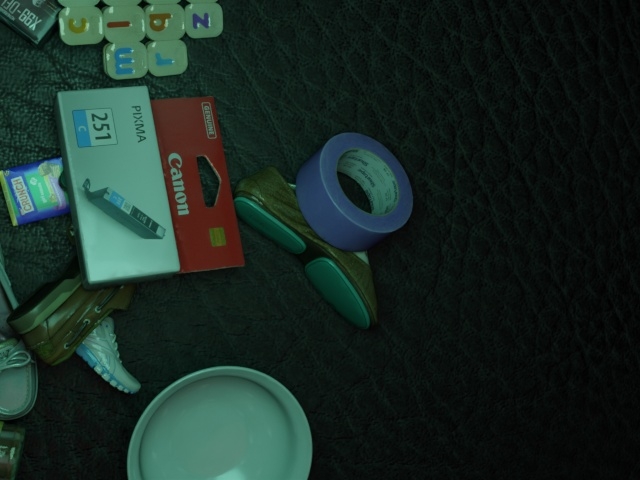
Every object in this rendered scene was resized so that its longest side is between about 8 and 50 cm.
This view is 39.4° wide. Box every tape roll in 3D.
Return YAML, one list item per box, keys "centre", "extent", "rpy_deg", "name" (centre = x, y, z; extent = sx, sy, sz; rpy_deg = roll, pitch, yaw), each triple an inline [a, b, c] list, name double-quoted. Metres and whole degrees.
- centre: [0.058, -0.081, 1.500]
  extent: [0.189, 0.080, 0.189]
  rpy_deg: [17, 57, -27]
  name: "tape roll"

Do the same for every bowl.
- centre: [-0.173, 0.342, 1.473]
  extent: [0.298, 0.134, 0.297]
  rpy_deg: [-1, 93, -17]
  name: "bowl"

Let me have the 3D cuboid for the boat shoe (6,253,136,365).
- centre: [-0.343, 0.067, 1.406]
  extent: [0.307, 0.111, 0.104]
  rpy_deg: [-43, 113, -26]
  name: "boat shoe"

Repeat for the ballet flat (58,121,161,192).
- centre: [-0.331, -0.124, 1.430]
  extent: [0.188, 0.070, 0.070]
  rpy_deg: [-34, 102, -20]
  name: "ballet flat"

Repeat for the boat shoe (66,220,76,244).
- centre: [-0.346, -0.048, 1.450]
  extent: [0.056, 0.048, 0.153]
  rpy_deg: [45, 74, -4]
  name: "boat shoe"

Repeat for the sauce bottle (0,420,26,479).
- centre: [-0.629, 0.308, 1.345]
  extent: [0.344, 0.111, 0.111]
  rpy_deg: [10, 90, -15]
  name: "sauce bottle"

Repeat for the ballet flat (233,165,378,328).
- centre: [0.000, 0.000, 1.533]
  extent: [0.342, 0.116, 0.124]
  rpy_deg: [43, 62, -11]
  name: "ballet flat"

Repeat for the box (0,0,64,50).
- centre: [-0.483, -0.482, 1.361]
  extent: [0.307, 0.076, 0.242]
  rpy_deg: [37, 83, -15]
  name: "box"

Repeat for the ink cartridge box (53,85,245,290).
- centre: [-0.254, -0.090, 1.374]
  extent: [0.261, 0.066, 0.296]
  rpy_deg: [-8, 81, -24]
  name: "ink cartridge box"

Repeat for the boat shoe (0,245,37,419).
- centre: [-0.512, 0.127, 1.373]
  extent: [0.118, 0.103, 0.320]
  rpy_deg: [-11, 96, -16]
  name: "boat shoe"

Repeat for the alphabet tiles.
- centre: [-0.282, -0.400, 1.404]
  extent: [0.278, 0.021, 0.284]
  rpy_deg: [-13, 113, -32]
  name: "alphabet tiles"

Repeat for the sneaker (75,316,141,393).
- centre: [-0.352, 0.169, 1.444]
  extent: [0.190, 0.071, 0.083]
  rpy_deg: [46, 74, -14]
  name: "sneaker"

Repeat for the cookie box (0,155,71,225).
- centre: [-0.445, -0.079, 1.414]
  extent: [0.107, 0.040, 0.091]
  rpy_deg: [-16, 98, -15]
  name: "cookie box"
